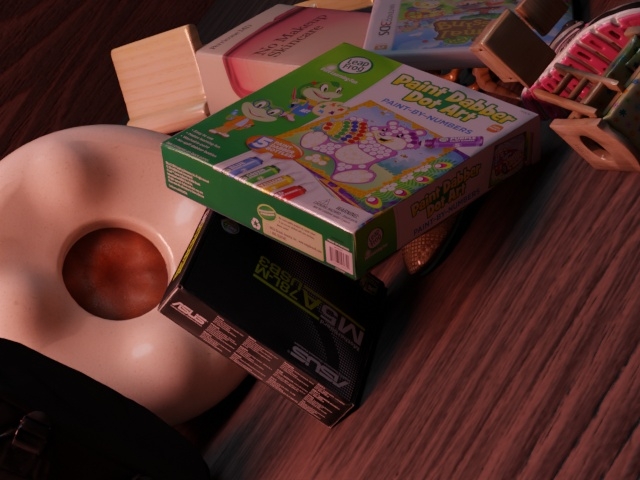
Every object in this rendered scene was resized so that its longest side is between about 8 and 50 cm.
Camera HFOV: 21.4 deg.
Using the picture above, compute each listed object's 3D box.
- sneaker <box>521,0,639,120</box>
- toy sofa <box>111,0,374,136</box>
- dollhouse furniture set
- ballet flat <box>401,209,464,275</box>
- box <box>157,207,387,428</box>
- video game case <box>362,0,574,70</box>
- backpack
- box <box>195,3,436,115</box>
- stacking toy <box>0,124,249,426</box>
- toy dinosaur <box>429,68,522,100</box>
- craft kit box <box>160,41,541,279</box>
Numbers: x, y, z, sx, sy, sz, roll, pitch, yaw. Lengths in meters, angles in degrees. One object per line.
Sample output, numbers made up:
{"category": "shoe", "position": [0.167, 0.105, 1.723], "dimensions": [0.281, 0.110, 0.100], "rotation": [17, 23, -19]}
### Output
{"category": "sneaker", "position": [0.249, -0.176, 1.535], "dimensions": [0.170, 0.063, 0.075], "rotation": [-39, 23, 48]}
{"category": "toy sofa", "position": [-0.068, -0.197, 2.098], "dimensions": [0.150, 0.177, 0.362], "rotation": [-10, 8, 44]}
{"category": "dollhouse furniture set", "position": [0.243, -0.175, 1.358], "dimensions": [0.182, 0.161, 0.101], "rotation": [-51, 15, -7]}
{"category": "ballet flat", "position": [0.112, -0.056, 1.616], "dimensions": [0.073, 0.067, 0.206], "rotation": [-30, 24, 48]}
{"category": "box", "position": [-0.038, 0.052, 1.528], "dimensions": [0.045, 0.190, 0.184], "rotation": [-48, 12, 32]}
{"category": "video game case", "position": [0.155, -0.223, 1.747], "dimensions": [0.212, 0.023, 0.193], "rotation": [-2, 28, 8]}
{"category": "backpack", "position": [-0.318, 0.277, 1.633], "dimensions": [0.355, 0.290, 0.273], "rotation": [-56, 21, 11]}
{"category": "box", "position": [0.000, -0.172, 1.876], "dimensions": [0.232, 0.127, 0.148], "rotation": [13, 37, 42]}
{"category": "stacking toy", "position": [-0.254, 0.116, 1.947], "dimensions": [0.350, 0.350, 0.480], "rotation": [-56, -4, -27]}
{"category": "toy dinosaur", "position": [0.173, -0.189, 1.789], "dimensions": [0.112, 0.064, 0.211], "rotation": [-37, 19, 34]}
{"category": "craft kit box", "position": [0.028, -0.081, 1.535], "dimensions": [0.250, 0.061, 0.246], "rotation": [25, 42, 38]}
